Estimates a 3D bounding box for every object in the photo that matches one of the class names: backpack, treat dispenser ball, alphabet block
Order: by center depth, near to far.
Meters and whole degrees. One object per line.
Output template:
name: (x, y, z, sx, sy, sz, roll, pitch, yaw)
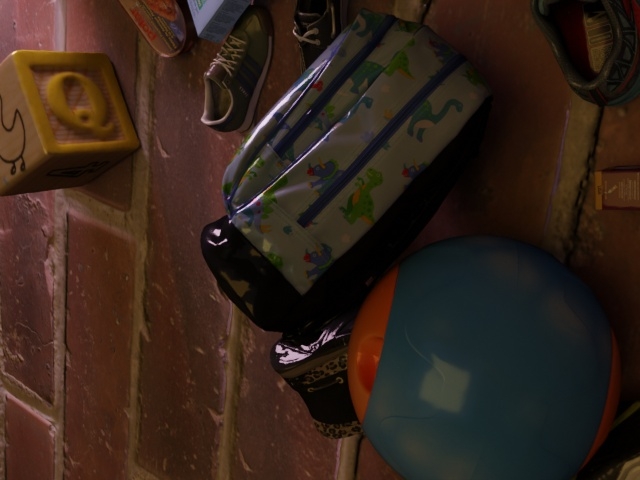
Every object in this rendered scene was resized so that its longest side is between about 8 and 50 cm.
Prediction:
treat dispenser ball: (0.172, 0.137, 0.811, 0.288, 0.288, 0.288, 10, 106, 37)
backpack: (0.038, -0.080, 0.849, 0.355, 0.290, 0.273, -36, 80, 4)
alphabet block: (-0.470, -0.204, 1.311, 0.197, 0.193, 0.192, -24, 86, 39)

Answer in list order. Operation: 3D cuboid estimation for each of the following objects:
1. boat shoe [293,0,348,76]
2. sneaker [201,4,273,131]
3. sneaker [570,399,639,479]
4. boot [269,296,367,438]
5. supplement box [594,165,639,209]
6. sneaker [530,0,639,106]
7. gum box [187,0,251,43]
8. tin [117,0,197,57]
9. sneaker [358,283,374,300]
boat shoe: (-0.006, -0.288, 1.000, 0.077, 0.070, 0.219, 13, 108, 36)
sneaker: (-0.128, -0.248, 1.095, 0.064, 0.086, 0.192, 29, 116, 31)
sneaker: (0.365, 0.248, 0.783, 0.147, 0.145, 0.384, 45, 135, -2)
boot: (0.067, 0.174, 1.034, 0.236, 0.085, 0.179, -20, 127, 4)
supplement box: (0.338, -0.056, 0.787, 0.083, 0.055, 0.043, 3, 101, 37)
sneaker: (0.264, -0.265, 0.754, 0.104, 0.125, 0.262, -19, 88, 39)
gum box: (-0.129, -0.403, 1.063, 0.184, 0.041, 0.157, -41, 56, 36)
tin: (-0.266, -0.380, 1.188, 0.106, 0.040, 0.190, -36, 88, 40)
sneaker: (0.000, 0.000, 1.057, 0.108, 0.100, 0.272, 0, 103, 62)
